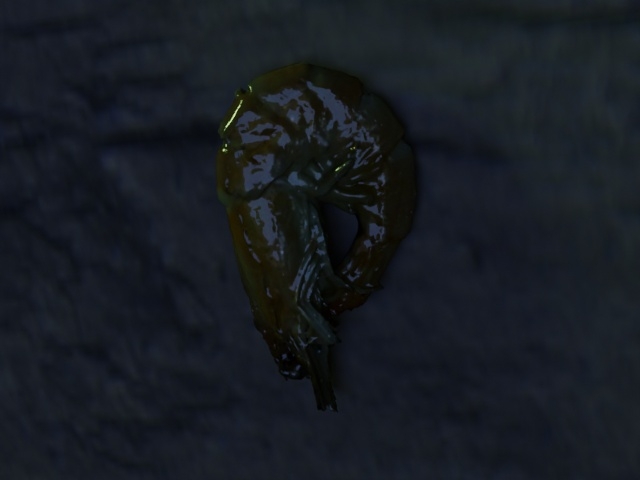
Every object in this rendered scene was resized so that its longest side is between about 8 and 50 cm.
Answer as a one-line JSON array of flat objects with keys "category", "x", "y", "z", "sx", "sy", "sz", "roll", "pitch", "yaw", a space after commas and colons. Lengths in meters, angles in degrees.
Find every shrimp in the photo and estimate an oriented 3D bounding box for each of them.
[{"category": "shrimp", "x": 0.000, "y": 0.000, "z": 0.615, "sx": 0.099, "sy": 0.041, "sz": 0.180, "roll": -4, "pitch": 105, "yaw": 3}]
